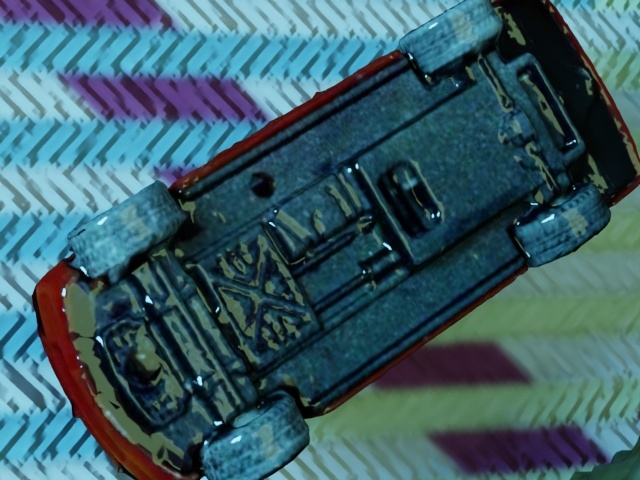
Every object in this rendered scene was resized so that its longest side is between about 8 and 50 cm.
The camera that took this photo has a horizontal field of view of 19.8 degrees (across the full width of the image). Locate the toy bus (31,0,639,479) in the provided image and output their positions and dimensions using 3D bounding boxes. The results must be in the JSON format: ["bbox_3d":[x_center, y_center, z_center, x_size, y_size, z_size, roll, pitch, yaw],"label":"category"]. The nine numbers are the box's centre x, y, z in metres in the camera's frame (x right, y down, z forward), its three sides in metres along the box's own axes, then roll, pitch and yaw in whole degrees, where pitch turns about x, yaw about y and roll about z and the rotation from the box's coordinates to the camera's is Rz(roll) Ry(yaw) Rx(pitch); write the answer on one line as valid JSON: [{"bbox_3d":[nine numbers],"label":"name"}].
[{"bbox_3d":[0.000,0.000,0.542,0.195,0.089,0.081,-34,95,-29],"label":"toy bus"}]

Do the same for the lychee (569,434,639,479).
[{"bbox_3d":[0.162,0.158,0.520,0.274,0.255,0.255,-1,79,4],"label":"lychee"}]
